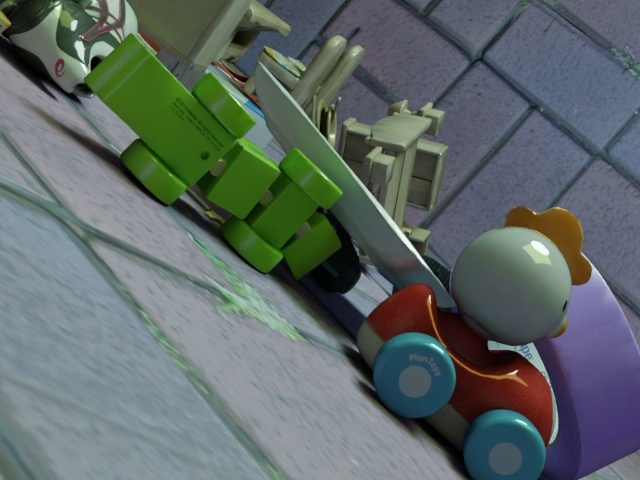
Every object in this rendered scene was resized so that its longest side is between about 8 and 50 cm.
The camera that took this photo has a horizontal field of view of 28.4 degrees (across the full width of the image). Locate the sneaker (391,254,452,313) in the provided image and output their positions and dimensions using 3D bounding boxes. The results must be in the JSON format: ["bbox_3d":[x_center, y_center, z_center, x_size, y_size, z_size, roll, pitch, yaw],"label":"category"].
[{"bbox_3d":[0.221,0.126,1.757,0.131,0.112,0.319,34,10,-32],"label":"sneaker"}]

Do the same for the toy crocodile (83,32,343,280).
[{"bbox_3d":[-0.089,-0.070,1.197,0.340,0.115,0.105,39,5,-39],"label":"toy crocodile"}]

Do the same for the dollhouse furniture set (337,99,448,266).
[{"bbox_3d":[0.054,-0.055,1.931,0.174,0.303,0.355,16,25,16],"label":"dollhouse furniture set"}]

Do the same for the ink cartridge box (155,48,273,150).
[{"bbox_3d":[-0.162,-0.207,1.856,0.139,0.082,0.191,34,7,-36],"label":"ink cartridge box"}]

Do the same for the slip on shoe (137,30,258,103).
[{"bbox_3d":[-0.236,-0.325,2.167,0.331,0.101,0.123,38,8,-18],"label":"slip on shoe"}]

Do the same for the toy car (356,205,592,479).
[{"bbox_3d":[0.178,0.081,1.199,0.210,0.238,0.219,41,6,-3],"label":"toy car"}]

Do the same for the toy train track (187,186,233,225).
[{"bbox_3d":[-0.113,-0.038,1.286,0.083,0.014,0.048,43,6,18],"label":"toy train track"}]

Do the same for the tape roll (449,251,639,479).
[{"bbox_3d":[0.248,0.125,1.400,0.275,0.090,0.275,58,-18,31],"label":"tape roll"}]

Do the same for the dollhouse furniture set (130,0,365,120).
[{"bbox_3d":[-0.116,-0.381,1.819,0.362,0.256,0.394,38,10,8],"label":"dollhouse furniture set"}]

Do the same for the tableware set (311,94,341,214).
[{"bbox_3d":[0.013,-0.115,1.899,0.039,0.194,0.128,2,-2,9],"label":"tableware set"}]

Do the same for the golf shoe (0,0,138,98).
[{"bbox_3d":[-0.245,-0.196,1.296,0.120,0.105,0.273,57,13,2],"label":"golf shoe"}]

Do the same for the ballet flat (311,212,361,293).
[{"bbox_3d":[0.000,0.000,1.480,0.074,0.074,0.203,39,8,-18],"label":"ballet flat"}]

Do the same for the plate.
[{"bbox_3d":[0.033,-0.045,1.387,0.278,0.045,0.277,53,4,19],"label":"plate"}]

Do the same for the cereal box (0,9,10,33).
[{"bbox_3d":[-0.351,-0.253,0.981,0.173,0.047,0.240,50,1,15],"label":"cereal box"}]
